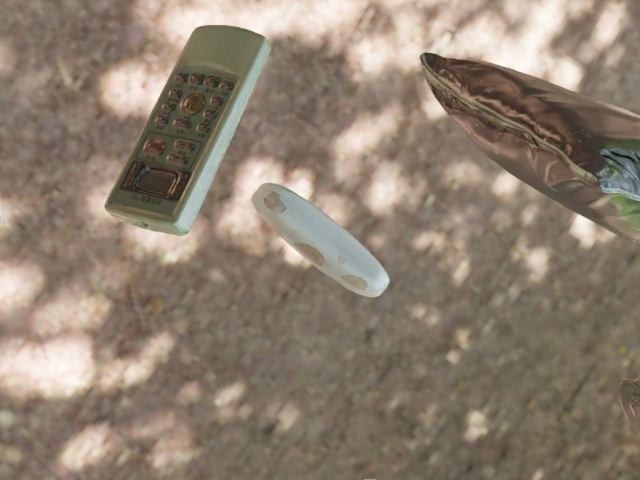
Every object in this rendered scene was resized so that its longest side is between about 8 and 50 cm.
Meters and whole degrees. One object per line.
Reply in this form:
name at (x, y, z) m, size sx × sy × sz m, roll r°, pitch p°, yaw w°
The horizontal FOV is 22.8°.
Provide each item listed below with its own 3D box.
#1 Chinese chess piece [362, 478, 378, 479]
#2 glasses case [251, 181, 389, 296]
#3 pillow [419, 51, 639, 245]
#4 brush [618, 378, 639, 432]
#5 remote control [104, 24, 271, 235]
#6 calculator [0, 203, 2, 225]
Chinese chess piece at (0.065, 0.263, 1.313) m, size 0.058 × 0.144 × 0.144 m, roll -49°, pitch 152°, yaw 10°
glasses case at (0.000, 0.000, 1.586) m, size 0.041 × 0.164 × 0.063 m, roll -55°, pitch -165°, yaw -18°
pillow at (0.152, -0.025, 0.699) m, size 0.208 × 0.141 × 0.055 m, roll 18°, pitch 103°, yaw -34°
brush at (0.350, 0.175, 1.487) m, size 0.027 × 0.266 × 0.062 m, roll -22°, pitch 101°, yaw -13°
remote control at (-0.163, -0.144, 1.971) m, size 0.285 × 0.123 × 0.038 m, roll -65°, pitch 148°, yaw -15°
calculator at (-0.482, -0.066, 2.187) m, size 0.021 × 0.153 × 0.095 m, roll -19°, pitch 133°, yaw -38°
